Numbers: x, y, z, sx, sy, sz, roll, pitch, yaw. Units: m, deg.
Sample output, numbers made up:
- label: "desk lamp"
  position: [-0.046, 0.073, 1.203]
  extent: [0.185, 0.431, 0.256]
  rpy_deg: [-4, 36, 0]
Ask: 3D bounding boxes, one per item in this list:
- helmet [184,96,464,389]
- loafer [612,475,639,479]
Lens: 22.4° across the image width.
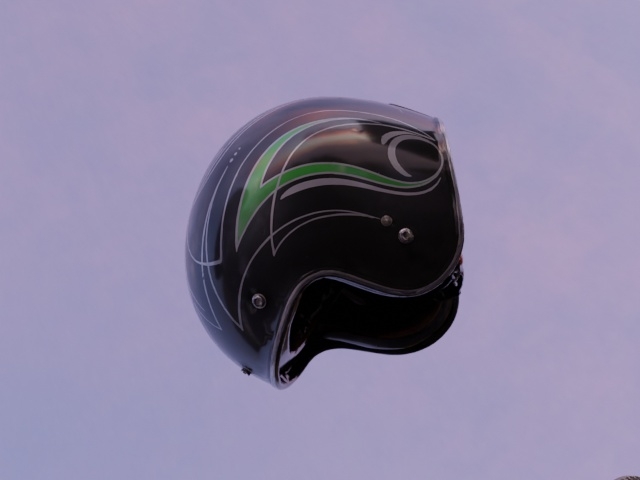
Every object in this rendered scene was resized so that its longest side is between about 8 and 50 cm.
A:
- label: "helmet"
  position: [0.000, 0.000, 0.952]
  extent: [0.161, 0.169, 0.169]
  rpy_deg: [-7, -72, 1]
- label: "loafer"
  position: [0.223, 0.199, 1.049]
  extent: [0.050, 0.056, 0.148]
  rpy_deg: [-45, -51, 15]
